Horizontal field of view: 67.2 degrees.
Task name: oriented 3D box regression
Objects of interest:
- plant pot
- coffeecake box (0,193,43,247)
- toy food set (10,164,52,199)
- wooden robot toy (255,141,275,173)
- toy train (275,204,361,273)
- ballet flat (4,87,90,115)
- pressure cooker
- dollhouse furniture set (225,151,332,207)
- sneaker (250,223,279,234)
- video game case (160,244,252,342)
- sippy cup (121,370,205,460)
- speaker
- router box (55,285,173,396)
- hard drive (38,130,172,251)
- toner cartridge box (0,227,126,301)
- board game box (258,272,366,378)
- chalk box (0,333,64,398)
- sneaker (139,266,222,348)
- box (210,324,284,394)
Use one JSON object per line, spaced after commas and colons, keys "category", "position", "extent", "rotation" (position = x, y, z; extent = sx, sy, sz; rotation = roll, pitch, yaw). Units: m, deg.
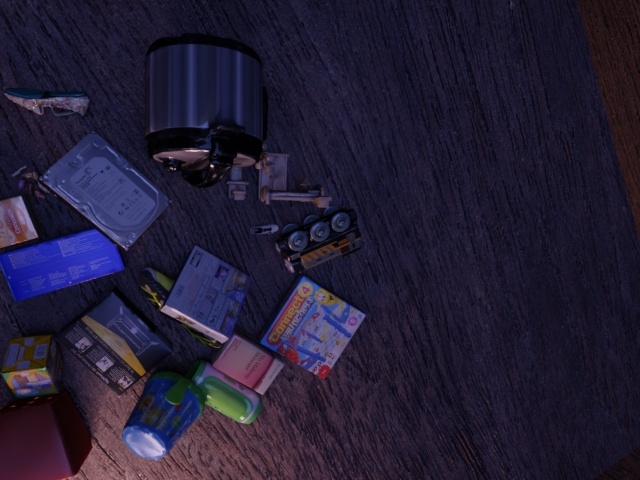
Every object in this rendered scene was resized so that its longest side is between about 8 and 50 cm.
{"category": "plant pot", "position": [-0.939, 0.649, 1.595], "extent": [0.267, 0.267, 0.236], "rotation": [-9, 89, -15]}
{"category": "coffeecake box", "position": [-1.018, -0.054, 1.540], "extent": [0.185, 0.068, 0.142], "rotation": [-18, 104, -12]}
{"category": "toy food set", "position": [-0.937, -0.181, 1.567], "extent": [0.078, 0.019, 0.122], "rotation": [-42, 116, -14]}
{"category": "wooden robot toy", "position": [-0.203, -0.298, 1.635], "extent": [0.076, 0.173, 0.079], "rotation": [-12, 130, -11]}
{"category": "toy train", "position": [0.000, 0.000, 1.823], "extent": [0.334, 0.142, 0.190], "rotation": [-24, 115, -11]}
{"category": "ballet flat", "position": [-0.858, -0.433, 1.520], "extent": [0.241, 0.091, 0.077], "rotation": [0, 121, -13]}
{"category": "pressure cooker", "position": [-0.362, -0.376, 1.507], "extent": [0.375, 0.370, 0.420], "rotation": [0, 88, 11]}
{"category": "dollhouse furniture set", "position": [-0.152, -0.214, 1.620], "extent": [0.303, 0.355, 0.174], "rotation": [0, 99, -16]}
{"category": "sneaker", "position": [-0.205, -0.039, 1.798], "extent": [0.109, 0.044, 0.040], "rotation": [-10, 100, -17]}
{"category": "video game case", "position": [-0.392, 0.185, 1.686], "extent": [0.244, 0.061, 0.269], "rotation": [32, 45, -18]}
{"category": "sippy cup", "position": [-0.553, 0.615, 1.663], "extent": [0.240, 0.224, 0.305], "rotation": [2, 118, 14]}
{"category": "speaker", "position": [-0.365, 0.570, 1.811], "extent": [0.296, 0.131, 0.131], "rotation": [40, 87, -19]}
{"category": "router box", "position": [-0.714, 0.355, 1.693], "extent": [0.243, 0.081, 0.309], "rotation": [-40, 108, -7]}
{"category": "hard drive", "position": [-0.694, -0.159, 1.579], "extent": [0.339, 0.064, 0.237], "rotation": [45, 62, -17]}
{"category": "toner cartridge box", "position": [-0.853, 0.067, 1.606], "extent": [0.348, 0.075, 0.165], "rotation": [-17, 102, -13]}
{"category": "board game box", "position": [-0.033, 0.330, 1.874], "extent": [0.302, 0.086, 0.308], "rotation": [32, 91, -15]}
{"category": "chalk box", "position": [-0.939, 0.428, 1.591], "extent": [0.132, 0.132, 0.213], "rotation": [-3, 135, -15]}
{"category": "sneaker", "position": [-0.479, 0.222, 1.733], "extent": [0.384, 0.145, 0.147], "rotation": [45, 55, -16]}
{"category": "box", "position": [-0.276, 0.446, 1.814], "extent": [0.232, 0.127, 0.148], "rotation": [36, 88, -18]}
